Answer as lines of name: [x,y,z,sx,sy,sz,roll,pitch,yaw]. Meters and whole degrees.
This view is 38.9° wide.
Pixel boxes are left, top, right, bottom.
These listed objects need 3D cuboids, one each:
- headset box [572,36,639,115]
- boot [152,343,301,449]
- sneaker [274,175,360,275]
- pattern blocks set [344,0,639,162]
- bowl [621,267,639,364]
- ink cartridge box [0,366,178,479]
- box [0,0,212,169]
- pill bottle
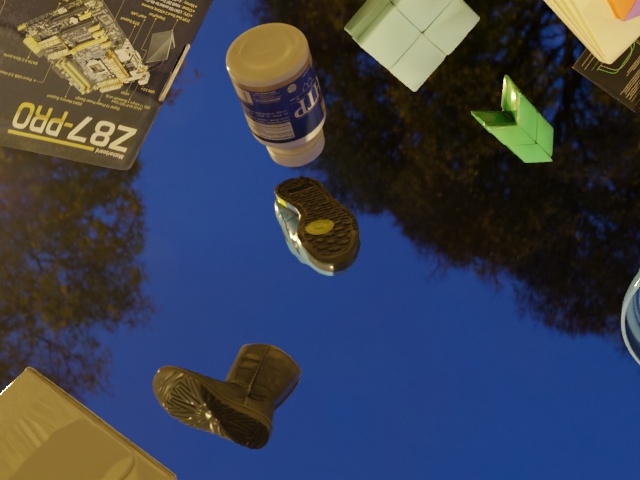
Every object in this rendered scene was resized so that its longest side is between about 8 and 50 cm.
headset box: [0.618,-0.256,1.571,0.283,0.131,0.246,43,-158,24]
boot: [-0.124,0.194,1.283,0.189,0.076,0.208,32,-155,-5]
sneaker: [0.000,0.000,1.027,0.069,0.082,0.209,-15,-152,-11]
pattern blocks set: [0.170,-0.175,0.409,0.285,0.325,0.026,16,-152,-42]
bowl: [0.633,0.113,1.286,0.391,0.391,0.077,11,-128,17]
ink cartridge box: [-0.261,0.303,0.906,0.197,0.270,0.198,32,-120,20]
box: [-0.240,-0.228,0.597,0.395,0.318,0.097,9,-154,-45]
pill bottle: [-0.052,-0.192,1.240,0.112,0.187,0.112,-7,-126,9]
